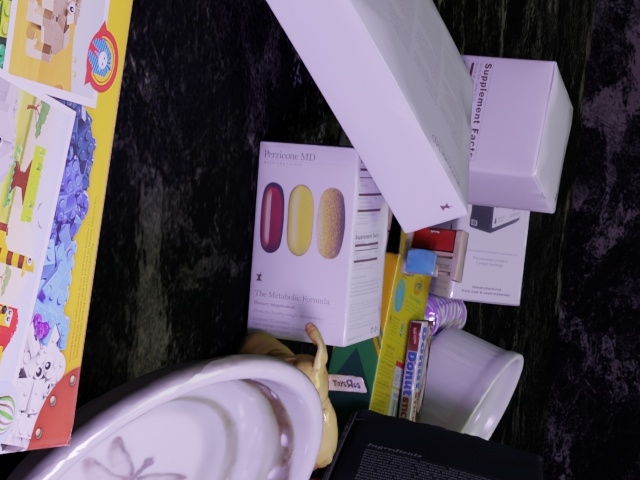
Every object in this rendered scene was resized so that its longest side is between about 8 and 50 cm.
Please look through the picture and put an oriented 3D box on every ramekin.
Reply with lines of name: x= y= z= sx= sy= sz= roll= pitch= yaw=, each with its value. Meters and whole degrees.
ramekin: x=0.215 y=0.281 z=2.213 sx=0.277 sy=0.135 sz=0.277 roll=-49 pitch=158 yaw=-29

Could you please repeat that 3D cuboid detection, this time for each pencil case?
pencil case: x=0.192 y=0.132 z=2.266 sx=0.206 sy=0.086 sz=0.088 roll=-5 pitch=71 yaw=-67

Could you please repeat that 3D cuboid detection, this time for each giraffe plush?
giraffe plush: x=-0.074 y=0.205 z=1.534 sx=0.170 sy=0.210 sz=0.181 roll=-22 pitch=87 yaw=-40

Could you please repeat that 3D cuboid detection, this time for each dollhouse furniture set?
dollhouse furniture set: x=0.106 y=-0.022 z=1.866 sx=0.129 sy=0.183 sz=0.129 roll=22 pitch=76 yaw=-68

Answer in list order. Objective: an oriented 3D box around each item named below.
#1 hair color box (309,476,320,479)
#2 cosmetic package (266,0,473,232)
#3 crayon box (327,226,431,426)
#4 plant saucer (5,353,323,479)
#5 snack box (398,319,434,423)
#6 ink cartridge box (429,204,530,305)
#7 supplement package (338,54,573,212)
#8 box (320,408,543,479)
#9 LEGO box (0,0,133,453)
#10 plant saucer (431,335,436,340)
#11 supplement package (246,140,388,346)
hair color box: x=-0.033 y=0.407 z=1.844 sx=0.072 sy=0.043 sz=0.141 roll=71 pitch=33 yaw=-51
cosmetic package: x=0.073 y=-0.241 z=1.613 sx=0.377 sy=0.097 sz=0.284 roll=57 pitch=25 yaw=-34
crayon box: x=0.093 y=0.139 z=2.029 sx=0.202 sy=0.081 sz=0.319 roll=36 pitch=64 yaw=-66
plant saucer: x=-0.179 y=0.242 z=1.214 sx=0.400 sy=0.100 sz=0.400 roll=-31 pitch=144 yaw=-26
snack box: x=0.147 y=0.213 z=2.049 sx=0.064 sy=0.022 sz=0.178 roll=4 pitch=94 yaw=-68
ink cartridge box: x=0.250 y=-0.059 z=2.173 sx=0.223 sy=0.129 sz=0.308 roll=-168 pitch=-96 yaw=-77
supplement package: x=0.199 y=-0.160 z=1.912 sx=0.177 sy=0.293 sz=0.175 roll=43 pitch=57 yaw=-65
box: x=0.097 y=0.528 z=1.673 sx=0.472 sy=0.297 sz=0.480 roll=-53 pitch=156 yaw=-79
LEGO box: x=-0.293 y=-0.123 z=0.804 sx=0.372 sy=0.193 sz=0.500 roll=10 pitch=87 yaw=-68
plant saucer: x=0.183 y=0.199 z=2.367 sx=0.192 sy=0.018 sz=0.067 roll=-57 pitch=147 yaw=-46
supplement package: x=0.000 y=0.000 z=1.667 sx=0.134 sy=0.139 sz=0.244 roll=-7 pitch=101 yaw=-69
